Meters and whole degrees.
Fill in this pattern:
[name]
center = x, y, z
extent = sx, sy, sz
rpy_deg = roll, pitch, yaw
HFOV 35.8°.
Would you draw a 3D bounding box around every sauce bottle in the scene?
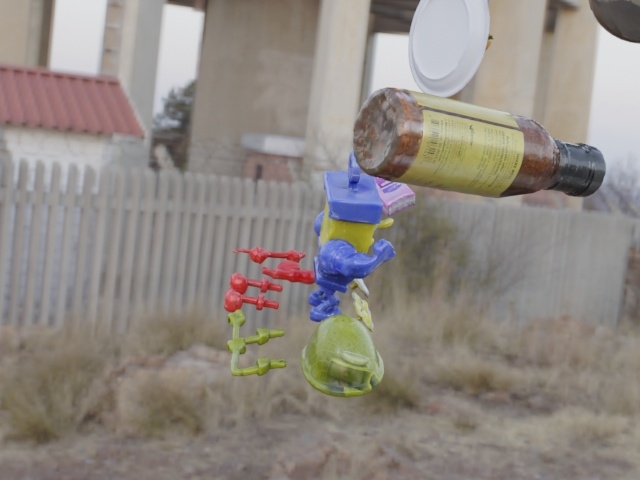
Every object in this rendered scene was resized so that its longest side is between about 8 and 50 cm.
[sauce bottle]
center = 0.076, -0.039, 0.451
extent = 0.128, 0.042, 0.042
rpy_deg = 9, 2, -30

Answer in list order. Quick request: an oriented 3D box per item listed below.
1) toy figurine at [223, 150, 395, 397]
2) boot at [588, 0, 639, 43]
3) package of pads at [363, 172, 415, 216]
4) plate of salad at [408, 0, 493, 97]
[toy figurine]
center = 0.000, 0.000, 1.174
extent = 0.191, 0.217, 0.362
rpy_deg = 13, 21, -6
[boot]
center = 0.295, -0.252, 0.745
extent = 0.112, 0.305, 0.115
rpy_deg = 45, -13, -10
[package of pads]
center = 0.102, -0.076, 1.494
extent = 0.050, 0.032, 0.083
rpy_deg = -23, 48, -15
[plate of salad]
center = 0.209, -0.325, 1.577
extent = 0.048, 0.200, 0.199
rpy_deg = 2, 5, -32
